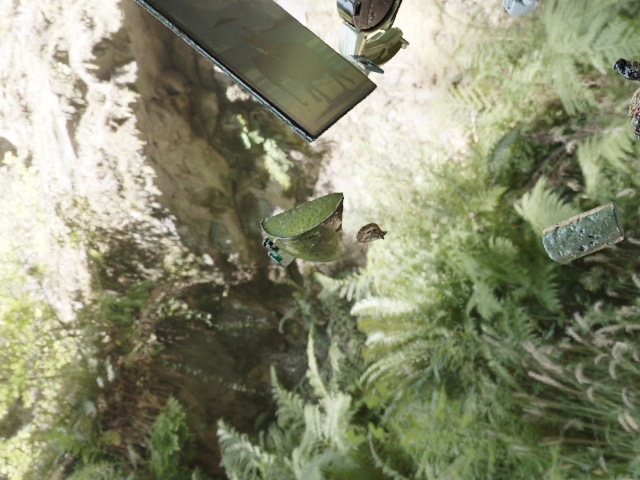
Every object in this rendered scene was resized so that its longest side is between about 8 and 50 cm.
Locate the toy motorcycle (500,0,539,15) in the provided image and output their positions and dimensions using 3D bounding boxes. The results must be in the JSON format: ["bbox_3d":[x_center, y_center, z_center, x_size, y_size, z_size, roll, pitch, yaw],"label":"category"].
[{"bbox_3d":[0.362,-0.487,1.039,0.228,0.074,0.151,83,-178,-55],"label":"toy motorcycle"}]

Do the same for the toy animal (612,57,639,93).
[{"bbox_3d":[0.759,-0.405,1.400,0.062,0.108,0.220,-48,-3,25],"label":"toy animal"}]

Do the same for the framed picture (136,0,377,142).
[{"bbox_3d":[-0.089,-0.310,0.918,0.016,0.347,0.265,-52,-3,41],"label":"framed picture"}]

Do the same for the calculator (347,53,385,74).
[{"bbox_3d":[0.114,-0.444,1.463,0.172,0.057,0.018,-113,30,-60],"label":"calculator"}]

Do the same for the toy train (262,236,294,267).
[{"bbox_3d":[-0.131,0.014,2.030,0.136,0.091,0.228,-49,-31,-1],"label":"toy train"}]

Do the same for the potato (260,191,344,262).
[{"bbox_3d":[0.000,0.000,1.733,0.255,0.270,0.112,47,-147,-48],"label":"potato"}]

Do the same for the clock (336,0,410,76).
[{"bbox_3d":[0.151,-0.605,1.640,0.277,0.120,0.378,-31,-27,-26],"label":"clock"}]

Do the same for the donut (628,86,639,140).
[{"bbox_3d":[0.932,-0.372,1.546,0.216,0.231,0.095,65,-166,-45],"label":"donut"}]

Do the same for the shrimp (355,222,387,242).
[{"bbox_3d":[0.196,-0.025,2.168,0.184,0.043,0.091,5,-55,-51],"label":"shrimp"}]

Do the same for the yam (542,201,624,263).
[{"bbox_3d":[0.669,-0.019,1.466,0.107,0.194,0.107,22,-126,-34],"label":"yam"}]
